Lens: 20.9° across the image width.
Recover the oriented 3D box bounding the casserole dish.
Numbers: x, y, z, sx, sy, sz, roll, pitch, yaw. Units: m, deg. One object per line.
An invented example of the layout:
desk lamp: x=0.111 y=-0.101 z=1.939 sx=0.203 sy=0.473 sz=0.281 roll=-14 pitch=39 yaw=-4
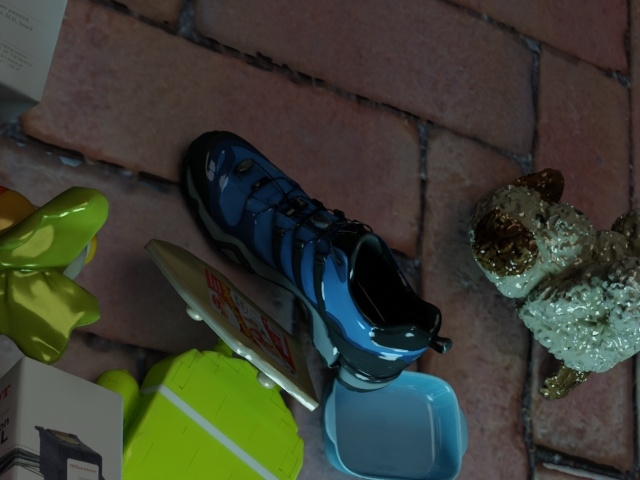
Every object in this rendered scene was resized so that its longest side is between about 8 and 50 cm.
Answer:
casserole dish: x=0.068 y=0.187 z=1.733 sx=0.188 sy=0.037 sz=0.114 roll=10 pitch=70 yaw=-37

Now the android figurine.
android figurine: x=-0.114 y=0.212 z=1.558 sx=0.248 sy=0.056 sz=0.273 roll=41 pitch=54 yaw=-23

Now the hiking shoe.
hiking shoe: x=0.000 y=0.000 z=1.657 sx=0.304 sy=0.132 sz=0.113 roll=47 pitch=49 yaw=-4

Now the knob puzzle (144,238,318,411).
knob puzzle: x=-0.090 y=0.070 z=1.574 sx=0.213 sy=0.213 sz=0.030 roll=40 pitch=98 yaw=-23

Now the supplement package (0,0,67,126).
supplement package: x=-0.314 y=-0.250 z=1.459 sx=0.175 sy=0.177 sz=0.293 roll=26 pitch=61 yaw=-31

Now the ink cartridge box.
ink cartridge box: x=-0.235 y=0.235 z=1.324 sx=0.100 sy=0.172 sz=0.237 roll=27 pitch=38 yaw=-29

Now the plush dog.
plush dog: x=0.253 y=0.032 z=1.875 sx=0.225 sy=0.210 sz=0.262 roll=46 pitch=22 yaw=-2

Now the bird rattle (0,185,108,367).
bird rattle: x=-0.289 y=0.005 z=1.415 sx=0.207 sy=0.254 sz=0.143 roll=-32 pitch=130 yaw=-74
